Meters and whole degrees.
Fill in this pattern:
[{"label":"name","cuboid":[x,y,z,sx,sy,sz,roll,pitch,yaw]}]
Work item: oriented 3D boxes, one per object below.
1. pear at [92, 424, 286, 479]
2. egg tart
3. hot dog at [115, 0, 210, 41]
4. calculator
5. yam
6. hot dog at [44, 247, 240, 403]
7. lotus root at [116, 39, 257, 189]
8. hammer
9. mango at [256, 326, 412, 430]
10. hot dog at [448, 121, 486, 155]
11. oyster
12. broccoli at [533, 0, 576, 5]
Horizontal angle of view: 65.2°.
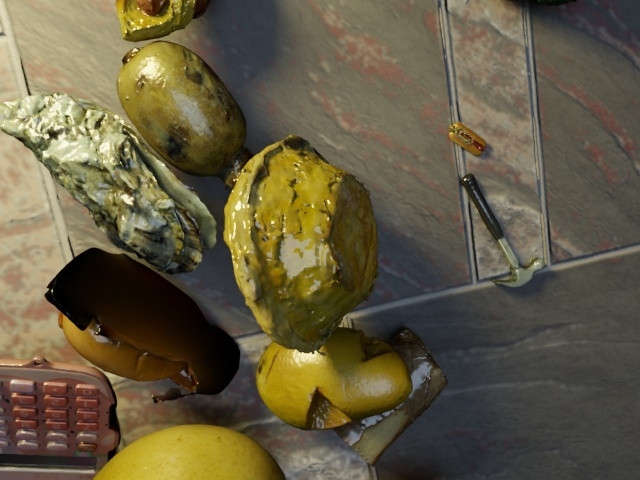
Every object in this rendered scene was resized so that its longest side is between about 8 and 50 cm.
[{"label":"pear","cuboid":[-0.212,0.456,0.758,0.349,0.348,0.347,-2,99,-12]},{"label":"egg tart","cuboid":[0.000,-0.001,0.745,0.132,0.341,0.340,-9,103,29]},{"label":"hot dog","cuboid":[-0.203,-0.389,0.708,0.123,0.093,0.261,21,68,-2]},{"label":"calculator","cuboid":[-0.423,0.287,0.773,0.220,0.048,0.329,10,124,-13]},{"label":"yam","cuboid":[0.123,0.283,0.908,0.238,0.128,0.129,-45,148,-2]},{"label":"hot dog","cuboid":[-0.285,0.156,0.779,0.107,0.194,0.326,-27,115,26]},{"label":"lotus root","cuboid":[-0.187,-0.172,0.758,0.154,0.154,0.278,-43,106,-3]},{"label":"hammer","cuboid":[0.330,-0.016,0.955,0.103,0.029,0.246,-36,103,-5]},{"label":"mango","cuboid":[0.019,0.227,0.835,0.262,0.130,0.167,-12,72,18]},{"label":"hot dog","cuboid":[0.271,-0.187,0.918,0.083,0.021,0.037,26,91,-16]},{"label":"oyster","cuboid":[-0.308,-0.085,0.735,0.351,0.158,0.162,41,107,-15]},{"label":"broccoli","cuboid":[0.400,-0.530,0.783,0.298,0.297,0.296,-8,79,-11]}]
